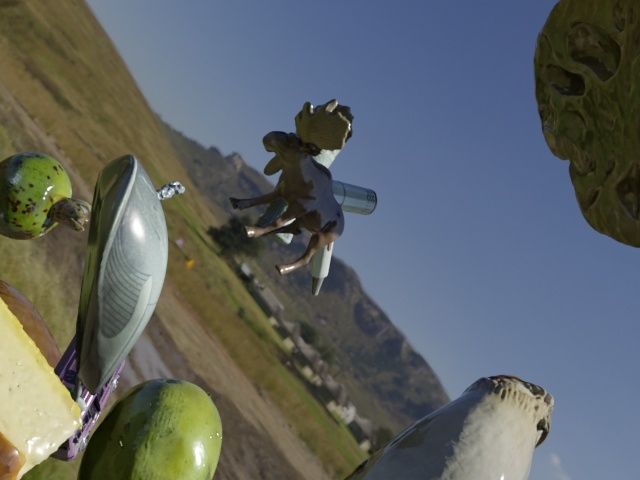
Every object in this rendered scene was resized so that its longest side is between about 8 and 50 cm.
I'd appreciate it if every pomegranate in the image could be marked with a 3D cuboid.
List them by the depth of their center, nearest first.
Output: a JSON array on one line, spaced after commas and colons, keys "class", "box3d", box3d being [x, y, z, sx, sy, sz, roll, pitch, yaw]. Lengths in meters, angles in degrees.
[{"class": "pomegranate", "box3d": [-0.626, -0.087, 1.711, 0.248, 0.202, 0.202, 23, -12, 9]}]

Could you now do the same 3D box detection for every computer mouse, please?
[{"class": "computer mouse", "box3d": [-0.245, 0.075, 0.929, 0.090, 0.379, 0.167, 9, 30, -21]}]

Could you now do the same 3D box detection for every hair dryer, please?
[{"class": "hair dryer", "box3d": [-0.006, 0.001, 1.104, 0.155, 0.183, 0.044, 10, 13, -42]}]

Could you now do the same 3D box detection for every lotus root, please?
[{"class": "lotus root", "box3d": [0.423, -0.182, 1.039, 0.375, 0.111, 0.390, 93, -19, -56]}]

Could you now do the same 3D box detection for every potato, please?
[{"class": "potato", "box3d": [-0.283, 0.376, 1.277, 0.216, 0.304, 0.216, 13, -21, 5]}]

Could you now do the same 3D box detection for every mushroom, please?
[{"class": "mushroom", "box3d": [0.093, 0.257, 0.736, 0.126, 0.397, 0.177, 39, -26, 29]}]

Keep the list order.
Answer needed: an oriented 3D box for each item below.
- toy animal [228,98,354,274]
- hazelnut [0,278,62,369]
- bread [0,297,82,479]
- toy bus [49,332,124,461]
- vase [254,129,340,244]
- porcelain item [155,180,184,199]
[{"class": "toy animal", "box3d": [-0.019, -0.073, 0.943, 0.094, 0.186, 0.214, 61, 4, 38]}, {"class": "hazelnut", "box3d": [-0.682, 0.249, 1.409, 0.421, 0.421, 0.353, 51, -35, 10]}, {"class": "bread", "box3d": [-0.424, 0.118, 0.662, 0.333, 0.323, 0.143, 54, 21, -5]}, {"class": "toy bus", "box3d": [-0.361, 0.223, 1.132, 0.087, 0.178, 0.098, 21, -37, 0]}, {"class": "vase", "box3d": [-0.046, -0.104, 1.448, 0.096, 0.219, 0.096, 25, -7, 3]}, {"class": "porcelain item", "box3d": [-0.317, -0.101, 1.605, 0.036, 0.083, 0.028, 26, -54, 37]}]
